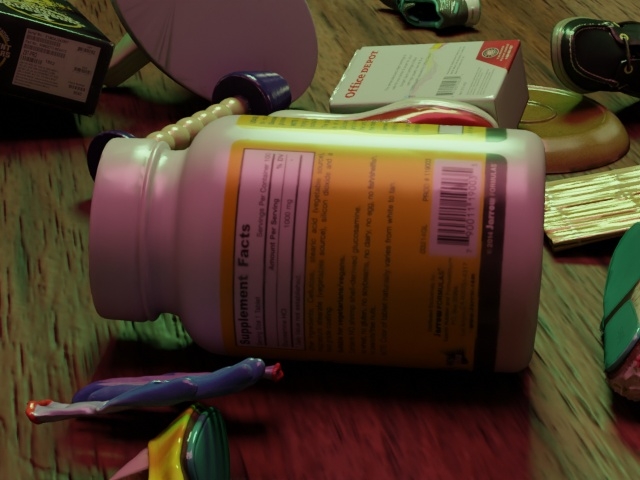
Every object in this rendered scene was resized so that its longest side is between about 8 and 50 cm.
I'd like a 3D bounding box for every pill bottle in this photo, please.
[{"bbox_3d":[0.000,0.000,1.333,0.334,0.188,0.188,4,22,5],"label":"pill bottle"}]

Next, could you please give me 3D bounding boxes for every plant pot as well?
[{"bbox_3d":[0.213,-0.126,1.858,0.236,0.032,0.236,2,22,-1],"label":"plant pot"}]

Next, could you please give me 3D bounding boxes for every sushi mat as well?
[{"bbox_3d":[0.353,-0.051,1.613,0.316,0.019,0.151,-12,24,3],"label":"sushi mat"}]

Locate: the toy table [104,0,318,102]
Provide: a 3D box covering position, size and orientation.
[{"bbox_3d":[-0.142,-0.261,1.934,0.252,0.274,0.161,-40,23,-10],"label":"toy table"}]

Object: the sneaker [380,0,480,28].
[{"bbox_3d":[0.127,-0.314,2.274,0.076,0.065,0.166,-24,32,-39],"label":"sneaker"}]

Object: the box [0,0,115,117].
[{"bbox_3d":[-0.447,-0.251,1.877,0.395,0.097,0.318,13,11,-22],"label":"box"}]

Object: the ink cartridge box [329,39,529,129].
[{"bbox_3d":[0.112,-0.143,1.774,0.175,0.072,0.127,0,35,21],"label":"ink cartridge box"}]

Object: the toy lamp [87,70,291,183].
[{"bbox_3d":[-0.121,-0.112,1.751,0.080,0.080,0.274,14,28,29],"label":"toy lamp"}]

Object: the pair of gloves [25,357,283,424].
[{"bbox_3d":[-0.108,0.100,1.193,0.159,0.023,0.198,-9,-2,7],"label":"pair of gloves"}]

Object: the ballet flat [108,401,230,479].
[{"bbox_3d":[-0.098,0.170,1.071,0.077,0.077,0.231,-12,24,3],"label":"ballet flat"}]

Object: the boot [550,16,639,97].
[{"bbox_3d":[0.374,-0.206,1.876,0.178,0.085,0.236,-5,-6,40],"label":"boot"}]

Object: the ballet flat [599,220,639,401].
[{"bbox_3d":[0.263,0.065,1.359,0.077,0.091,0.241,32,28,-5],"label":"ballet flat"}]

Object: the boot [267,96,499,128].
[{"bbox_3d":[0.049,-0.066,1.640,0.244,0.088,0.176,-3,23,6],"label":"boot"}]
